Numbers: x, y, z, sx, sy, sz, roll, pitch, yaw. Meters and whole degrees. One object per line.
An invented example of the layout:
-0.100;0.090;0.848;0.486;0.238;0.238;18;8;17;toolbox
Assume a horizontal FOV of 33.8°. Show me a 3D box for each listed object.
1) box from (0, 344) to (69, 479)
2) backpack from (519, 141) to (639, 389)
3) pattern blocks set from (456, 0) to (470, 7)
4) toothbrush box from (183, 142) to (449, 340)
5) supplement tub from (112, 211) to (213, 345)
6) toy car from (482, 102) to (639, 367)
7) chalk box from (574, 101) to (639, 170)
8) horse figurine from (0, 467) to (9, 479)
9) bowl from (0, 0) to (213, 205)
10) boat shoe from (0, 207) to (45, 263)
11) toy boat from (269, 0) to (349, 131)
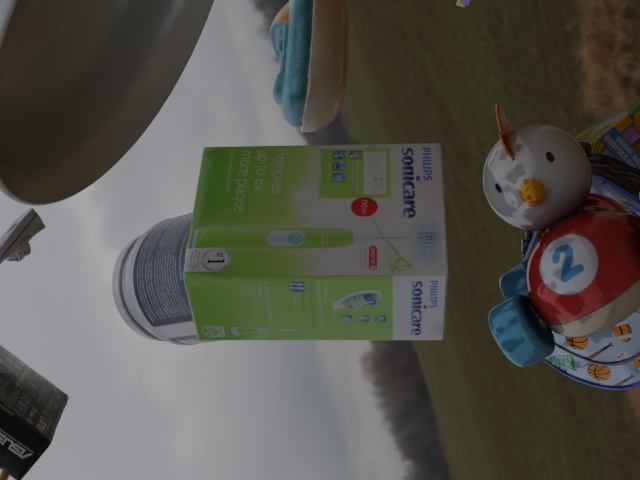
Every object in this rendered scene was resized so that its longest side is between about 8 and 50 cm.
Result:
-0.605;0.250;1.848;0.318;0.097;0.395;40;177;-10;box
0.368;0.054;1.327;0.277;0.213;0.263;33;124;28;backpack
0.309;-0.558;1.939;0.285;0.026;0.324;109;180;-51;pattern blocks set
0.000;0.000;1.206;0.122;0.283;0.206;87;-175;-48;toothbrush box
-0.156;0.050;1.499;0.191;0.272;0.191;10;-105;-41;supplement tub
0.239;-0.035;1.088;0.238;0.219;0.210;53;-156;-5;toy car
0.504;-0.109;1.797;0.179;0.289;0.180;54;154;-3;chalk box
-0.503;0.314;1.404;0.174;0.066;0.263;-51;-30;-45;horse figurine
-0.195;-0.184;0.763;0.297;0.134;0.298;-59;-11;-19;bowl
-0.332;0.006;1.151;0.035;0.035;0.100;51;-146;-20;boat shoe
-0.024;-0.340;1.633;0.318;0.148;0.267;102;172;-58;toy boat
